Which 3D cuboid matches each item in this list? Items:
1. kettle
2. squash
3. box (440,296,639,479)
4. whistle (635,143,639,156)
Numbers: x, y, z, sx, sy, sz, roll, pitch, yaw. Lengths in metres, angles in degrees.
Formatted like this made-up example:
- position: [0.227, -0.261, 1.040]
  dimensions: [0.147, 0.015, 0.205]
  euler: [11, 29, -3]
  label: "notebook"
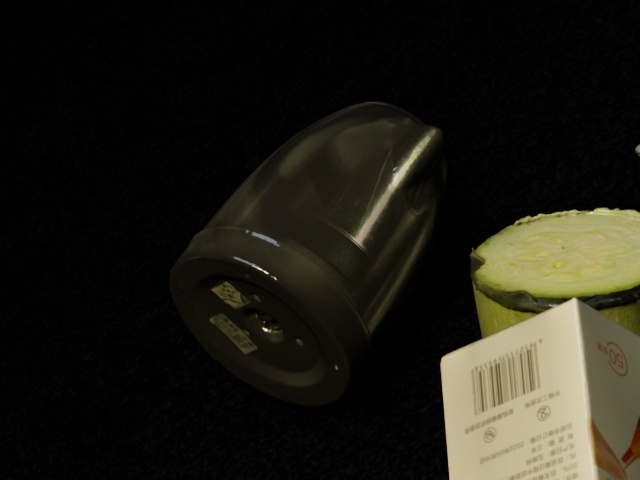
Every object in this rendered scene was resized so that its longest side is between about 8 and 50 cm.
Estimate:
- position: [0.000, 0.000, 2.117]
  dimensions: [0.324, 0.228, 0.321]
  euler: [-53, 8, -31]
  label: "kettle"
- position: [0.264, 0.057, 1.931]
  dimensions: [0.220, 0.133, 0.220]
  euler: [-14, 28, 8]
  label: "squash"
- position: [0.223, 0.250, 1.509]
  dimensions: [0.143, 0.225, 0.341]
  euler: [-27, 50, 34]
  label: "box"
- position: [0.475, -0.194, 2.021]
  dimensions: [0.346, 0.134, 0.142]
  euler: [-45, 77, 3]
  label: "whistle"
